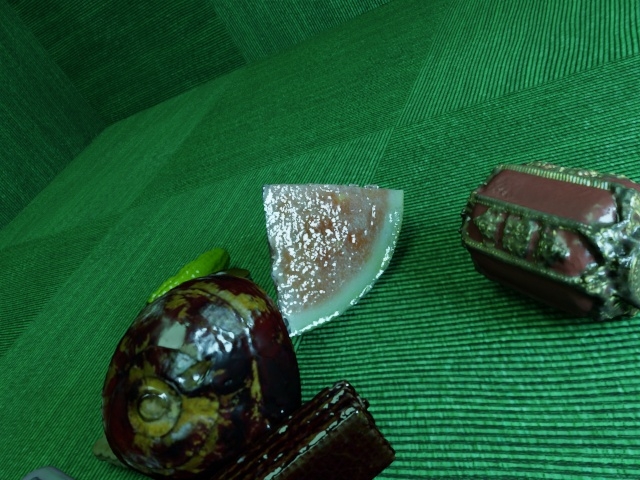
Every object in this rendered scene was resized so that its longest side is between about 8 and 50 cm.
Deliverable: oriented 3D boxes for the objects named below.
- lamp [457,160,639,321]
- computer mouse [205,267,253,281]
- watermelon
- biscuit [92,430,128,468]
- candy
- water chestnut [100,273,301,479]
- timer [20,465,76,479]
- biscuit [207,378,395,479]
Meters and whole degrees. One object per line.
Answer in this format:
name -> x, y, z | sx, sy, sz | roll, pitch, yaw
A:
lamp -> 0.302, -0.005, 0.763 | 0.177, 0.177, 0.274 | -41, 28, -13
computer mouse -> -0.227, 0.128, 1.117 | 0.125, 0.056, 0.245 | 3, 42, 48
watermelon -> 0.000, 0.000, 1.015 | 0.310, 0.231, 0.193 | -55, -3, -4
biscuit -> -0.225, 0.241, 1.032 | 0.217, 0.044, 0.325 | -11, 34, 39
candy -> -0.259, 0.092, 1.244 | 0.096, 0.097, 0.209 | 3, 42, 47
water chestnut -> -0.159, 0.184, 0.823 | 0.289, 0.289, 0.244 | -47, 33, -22
timer -> -0.449, 0.452, 0.923 | 0.190, 0.069, 0.209 | 0, 45, 45
biscuit -> -0.086, 0.322, 0.714 | 0.388, 0.107, 0.073 | -38, 30, -7
